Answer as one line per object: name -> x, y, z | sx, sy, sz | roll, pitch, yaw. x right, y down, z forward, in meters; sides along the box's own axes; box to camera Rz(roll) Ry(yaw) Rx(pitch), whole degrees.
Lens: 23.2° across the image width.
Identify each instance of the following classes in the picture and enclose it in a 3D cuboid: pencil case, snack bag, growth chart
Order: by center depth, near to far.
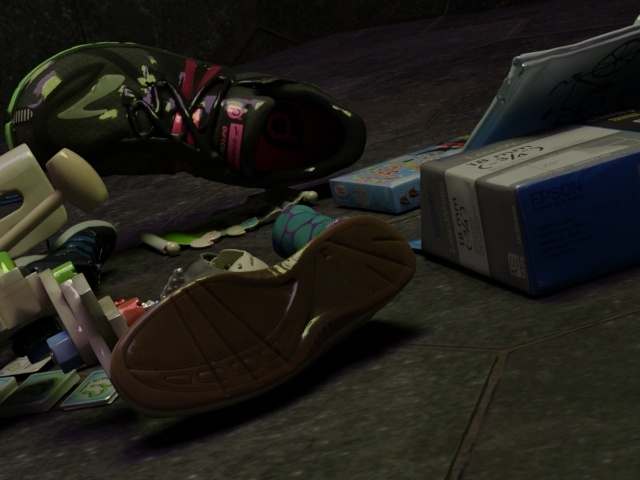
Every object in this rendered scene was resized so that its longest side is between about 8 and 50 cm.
pencil case -> 0.000, 0.000, 1.637 | 0.070, 0.064, 0.151 | -34, 17, -14
snack bag -> 0.291, -0.153, 1.689 | 0.342, 0.037, 0.323 | -19, -19, -23
growth chart -> -0.120, -0.028, 2.008 | 0.237, 0.021, 0.172 | -21, 15, -28

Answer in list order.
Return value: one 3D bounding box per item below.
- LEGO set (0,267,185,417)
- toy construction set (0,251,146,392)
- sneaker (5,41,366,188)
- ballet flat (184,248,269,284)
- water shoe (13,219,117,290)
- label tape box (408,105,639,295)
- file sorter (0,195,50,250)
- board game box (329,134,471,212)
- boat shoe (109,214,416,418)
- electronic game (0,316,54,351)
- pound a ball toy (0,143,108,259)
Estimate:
LEGO set -> -0.235, 0.095, 1.478 | 0.182, 0.060, 0.244 | -9, 16, 20
toy construction set -> -0.307, 0.090, 1.313 | 0.327, 0.151, 0.215 | -14, -7, -7
sneaker -> -0.158, -0.158, 1.978 | 0.482, 0.185, 0.202 | -2, 6, -24
ballet flat -> -0.082, 0.041, 1.498 | 0.068, 0.072, 0.213 | -56, 20, -9
water shoe -> -0.286, 0.039, 1.817 | 0.080, 0.073, 0.203 | 18, 29, 24
label tape box -> 0.231, -0.052, 1.522 | 0.240, 0.106, 0.333 | -16, 12, -16
file sorter -> -0.401, -0.005, 1.985 | 0.104, 0.118, 0.170 | -13, 12, -9
board game box -> 0.140, -0.085, 1.931 | 0.211, 0.039, 0.160 | -20, 14, -25
boat shoe -> -0.050, 0.077, 1.297 | 0.302, 0.109, 0.098 | -28, -18, -36
electronic game -> -0.384, 0.108, 1.608 | 0.229, 0.048, 0.229 | -17, 10, 3
pound a ball toy -> -0.414, -0.020, 1.783 | 0.319, 0.136, 0.208 | -32, 5, -9
